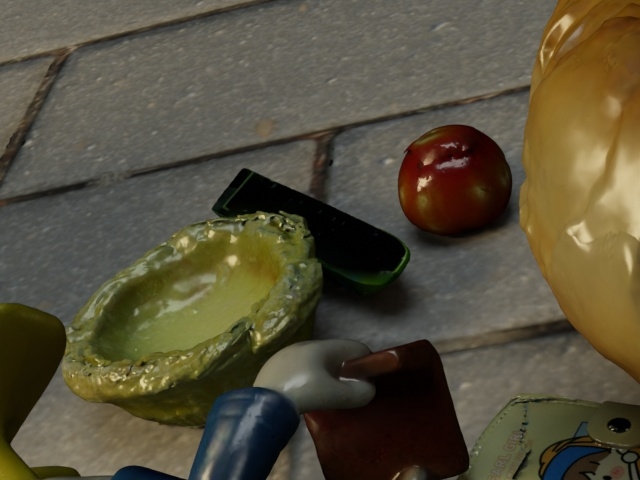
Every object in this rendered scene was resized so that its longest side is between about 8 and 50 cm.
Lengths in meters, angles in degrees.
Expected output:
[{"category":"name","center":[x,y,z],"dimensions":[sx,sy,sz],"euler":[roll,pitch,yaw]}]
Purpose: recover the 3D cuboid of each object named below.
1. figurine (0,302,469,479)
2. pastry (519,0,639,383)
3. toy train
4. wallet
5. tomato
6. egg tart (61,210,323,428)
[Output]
[{"category":"figurine","center":[-0.029,0.170,0.662],"dimensions":[0.283,0.205,0.338],"euler":[-28,46,-17]},{"category":"pastry","center":[0.293,-0.034,0.679],"dimensions":[0.409,0.245,0.410],"euler":[-9,29,5]},{"category":"toy train","center":[0.000,0.000,0.986],"dimensions":[0.209,0.042,0.044],"euler":[27,76,48]},{"category":"wallet","center":[0.153,0.129,0.708],"dimensions":[0.155,0.039,0.110],"euler":[5,40,32]},{"category":"tomato","center":[0.096,-0.048,0.979],"dimensions":[0.087,0.075,0.087],"euler":[-16,28,9]},{"category":"egg tart","center":[-0.082,0.058,0.907],"dimensions":[0.197,0.078,0.197],"euler":[-15,30,9]}]
